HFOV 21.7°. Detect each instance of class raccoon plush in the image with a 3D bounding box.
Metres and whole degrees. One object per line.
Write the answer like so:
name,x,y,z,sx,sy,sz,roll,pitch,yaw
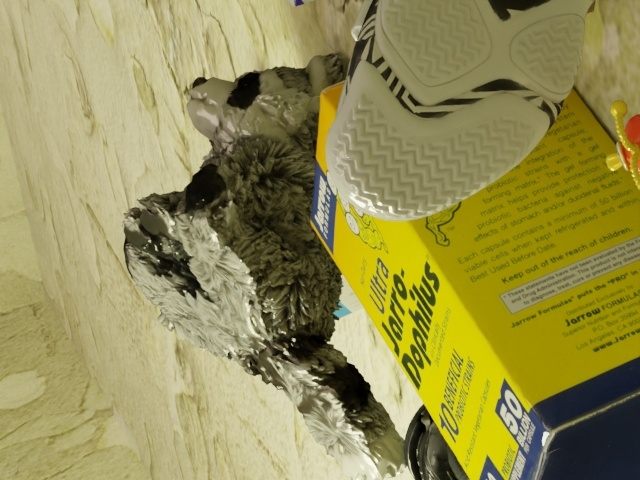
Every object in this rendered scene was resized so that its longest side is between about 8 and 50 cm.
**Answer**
raccoon plush,-0.011,0.016,1.816,0.216,0.299,0.446,-17,111,52

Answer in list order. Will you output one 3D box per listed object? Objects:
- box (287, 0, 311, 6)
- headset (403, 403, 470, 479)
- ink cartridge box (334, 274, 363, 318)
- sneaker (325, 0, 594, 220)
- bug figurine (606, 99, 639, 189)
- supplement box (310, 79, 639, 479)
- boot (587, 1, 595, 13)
box,-0.032,-0.329,1.708,0.137,0.072,0.126,48,153,48
headset,0.143,0.200,1.634,0.243,0.185,0.394,146,119,-71
ink cartridge box,0.000,0.000,1.944,0.060,0.104,0.180,30,139,62
sneaker,0.089,-0.154,1.140,0.137,0.366,0.210,34,158,-14
bug figurine,0.224,-0.168,0.981,0.216,0.072,0.279,-24,88,29
supplement box,0.159,0.027,1.375,0.356,0.195,0.194,58,160,29
boot,0.167,-0.235,1.291,0.158,0.059,0.085,-139,46,-57
